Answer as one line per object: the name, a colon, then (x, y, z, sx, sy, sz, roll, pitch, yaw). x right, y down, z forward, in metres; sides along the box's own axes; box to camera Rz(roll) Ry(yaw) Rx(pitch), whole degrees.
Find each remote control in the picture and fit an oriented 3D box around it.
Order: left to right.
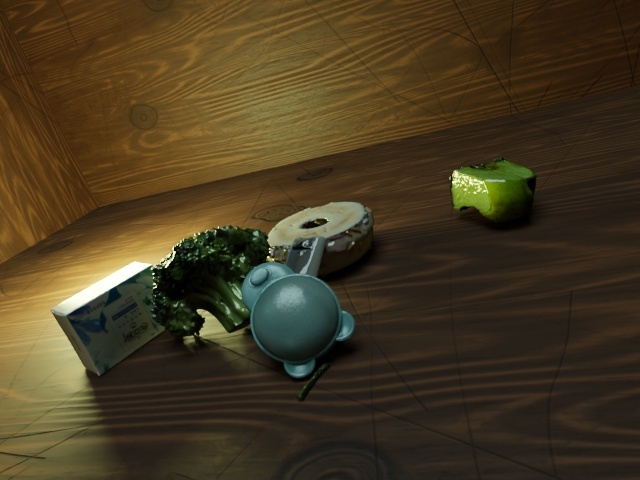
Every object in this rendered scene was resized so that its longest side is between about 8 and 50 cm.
remote control: (-0.072, 0.115, 1.253, 0.110, 0.055, 0.312, -4, 55, 30)

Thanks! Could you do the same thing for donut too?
donut: (0.000, 0.000, 1.519, 0.384, 0.142, 0.382, -15, 21, 6)

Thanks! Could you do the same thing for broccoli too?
broccoli: (-0.309, 0.114, 1.303, 0.339, 0.277, 0.317, 12, 47, -28)

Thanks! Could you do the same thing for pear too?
pear: (0.580, -0.152, 1.463, 0.239, 0.163, 0.255, -14, 25, -22)

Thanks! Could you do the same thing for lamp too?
lamp: (-0.072, 0.164, 1.080, 0.209, 0.147, 0.284, -38, 48, -14)

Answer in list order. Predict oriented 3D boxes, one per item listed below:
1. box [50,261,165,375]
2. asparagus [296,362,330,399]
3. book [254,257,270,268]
box: (-0.583, 0.216, 1.336, 0.116, 0.202, 0.274, 3, 28, 40)
asparagus: (-0.014, 0.297, 0.986, 0.015, 0.014, 0.114, 31, 42, 16)
book: (-0.264, 0.077, 1.692, 0.199, 0.016, 0.138, -12, 22, 11)
